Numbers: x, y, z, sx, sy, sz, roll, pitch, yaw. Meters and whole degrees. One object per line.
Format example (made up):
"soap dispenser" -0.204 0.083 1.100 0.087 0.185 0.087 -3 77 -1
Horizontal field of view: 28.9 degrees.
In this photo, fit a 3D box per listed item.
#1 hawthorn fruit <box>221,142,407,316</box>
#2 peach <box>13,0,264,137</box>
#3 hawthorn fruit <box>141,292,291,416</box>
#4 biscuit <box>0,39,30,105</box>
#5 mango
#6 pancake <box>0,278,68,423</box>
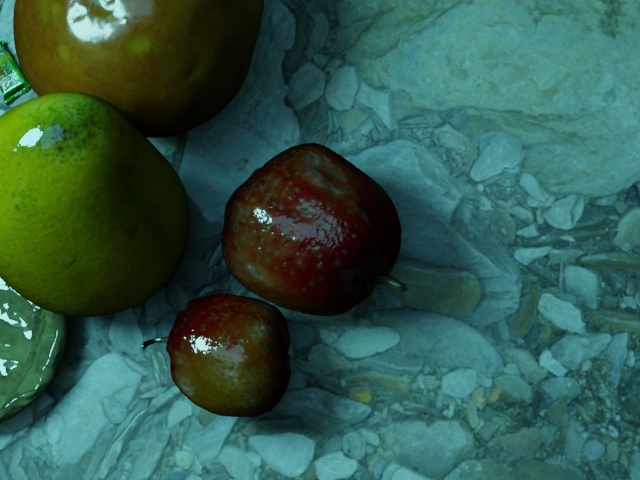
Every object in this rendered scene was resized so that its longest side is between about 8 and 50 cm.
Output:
"hawthorn fruit" 0.000 0.000 1.558 0.250 0.215 0.215 36 85 8
"peach" -0.231 -0.302 1.578 0.343 0.301 0.342 -1 81 7
"hawthorn fruit" -0.132 0.141 1.568 0.194 0.157 0.157 10 81 11
"biscuit" -0.440 -0.237 1.732 0.046 0.016 0.089 -32 79 0
"mango" -0.296 -0.045 1.506 0.264 0.378 0.221 -7 63 -3
"pancake" -0.443 0.131 1.656 0.242 0.050 0.241 -4 70 12
